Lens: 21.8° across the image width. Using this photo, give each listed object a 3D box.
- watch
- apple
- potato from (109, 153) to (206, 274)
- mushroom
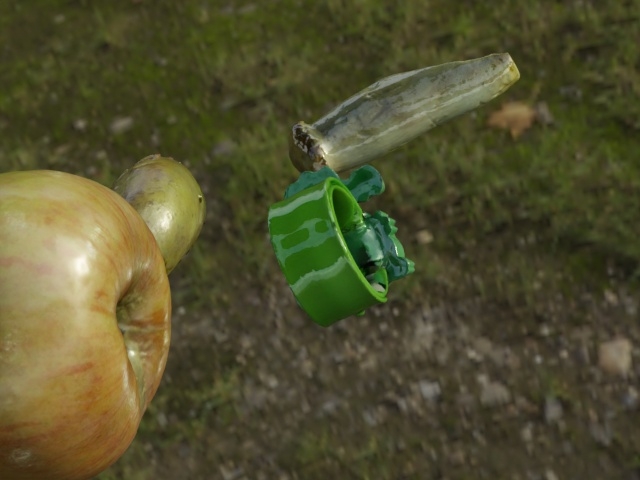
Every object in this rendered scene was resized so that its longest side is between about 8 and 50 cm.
[{"bbox_3d":[0.000,0.000,1.612,0.131,0.152,0.165,-23,78,18],"label":"watch"},{"bbox_3d":[-0.220,0.067,1.251,0.194,0.261,0.261,0,46,14],"label":"apple"},{"bbox_3d":[-0.235,-0.025,2.245,0.141,0.176,0.298,20,10,1],"label":"potato"},{"bbox_3d":[0.109,-0.180,2.295,0.333,0.087,0.107,-28,56,4],"label":"mushroom"}]
